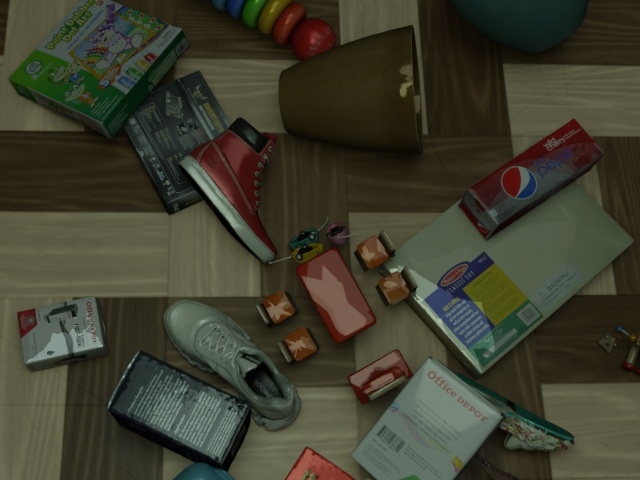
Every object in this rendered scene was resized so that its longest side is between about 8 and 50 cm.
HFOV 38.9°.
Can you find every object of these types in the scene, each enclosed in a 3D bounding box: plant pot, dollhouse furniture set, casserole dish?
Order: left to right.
[{"bbox_3d":[-0.206,0.432,1.429,0.114,0.037,0.188,44,108,-6],"label":"casserole dish"},{"bbox_3d":[0.057,-0.273,1.698,0.254,0.237,0.237,-3,68,9],"label":"plant pot"},{"bbox_3d":[0.052,0.139,1.541,0.262,0.135,0.259,-30,81,-2],"label":"dollhouse furniture set"},{"bbox_3d":[0.418,-0.490,1.795,0.290,0.290,0.195,-46,114,-19],"label":"plant pot"}]

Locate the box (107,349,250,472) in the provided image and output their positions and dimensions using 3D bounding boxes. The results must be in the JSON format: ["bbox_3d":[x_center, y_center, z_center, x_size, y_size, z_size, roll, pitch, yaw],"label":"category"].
[{"bbox_3d":[-0.226,0.284,1.480,0.207,0.153,0.108,24,69,6],"label":"box"}]

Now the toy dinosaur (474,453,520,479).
[{"bbox_3d":[0.307,0.471,1.427,0.127,0.200,0.295,0,68,-5],"label":"toy dinosaur"}]

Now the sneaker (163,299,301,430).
[{"bbox_3d":[-0.149,0.196,1.541,0.292,0.118,0.110,39,72,11],"label":"sneaker"}]

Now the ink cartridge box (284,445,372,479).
[{"bbox_3d":[0.008,0.505,1.465,0.239,0.060,0.275,32,70,6],"label":"ink cartridge box"}]

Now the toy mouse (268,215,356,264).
[{"bbox_3d":[0.000,0.000,1.644,0.161,0.143,0.031,-16,112,21],"label":"toy mouse"}]

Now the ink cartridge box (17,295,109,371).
[{"bbox_3d":[-0.442,0.160,1.560,0.135,0.056,0.099,-13,70,-9],"label":"ink cartridge box"}]

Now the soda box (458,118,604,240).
[{"bbox_3d":[0.386,-0.113,1.668,0.263,0.083,0.092,-32,75,-16],"label":"soda box"}]

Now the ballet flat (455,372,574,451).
[{"bbox_3d":[0.315,0.313,1.565,0.241,0.091,0.077,28,99,10],"label":"ballet flat"}]

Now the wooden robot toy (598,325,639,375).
[{"bbox_3d":[0.592,0.200,1.622,0.173,0.079,0.076,22,68,4],"label":"wooden robot toy"}]

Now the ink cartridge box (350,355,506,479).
[{"bbox_3d":[0.179,0.320,1.489,0.154,0.093,0.212,38,92,19],"label":"ink cartridge box"}]

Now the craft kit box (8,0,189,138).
[{"bbox_3d":[-0.420,-0.340,1.724,0.247,0.061,0.250,24,67,26],"label":"craft kit box"}]

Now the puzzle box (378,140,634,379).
[{"bbox_3d":[0.344,0.028,1.682,0.409,0.052,0.272,-37,76,-17],"label":"puzzle box"}]

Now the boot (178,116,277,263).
[{"bbox_3d":[-0.115,-0.094,1.638,0.176,0.088,0.244,-38,99,-14],"label":"boot"}]

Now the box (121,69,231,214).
[{"bbox_3d":[-0.257,-0.188,1.711,0.183,0.056,0.231,-27,74,-15],"label":"box"}]

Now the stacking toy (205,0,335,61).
[{"bbox_3d":[-0.110,-0.470,1.799,0.330,0.141,0.141,36,70,5],"label":"stacking toy"}]
